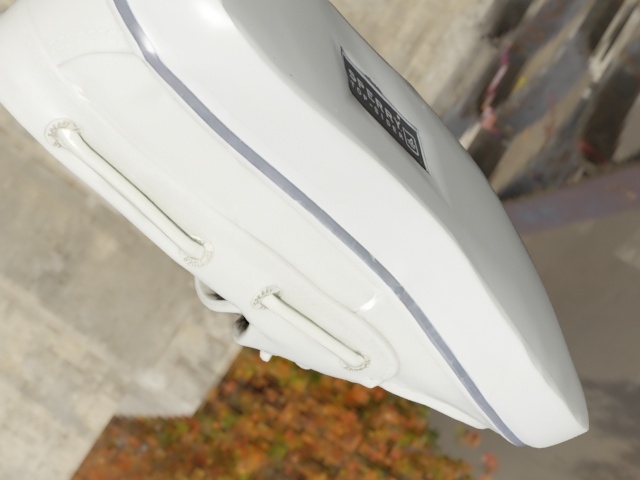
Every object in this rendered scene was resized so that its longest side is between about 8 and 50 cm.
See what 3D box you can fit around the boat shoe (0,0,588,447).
[{"bbox_3d":[0.000,0.000,0.495,0.267,0.088,0.096,41,-152,-46],"label":"boat shoe"}]
